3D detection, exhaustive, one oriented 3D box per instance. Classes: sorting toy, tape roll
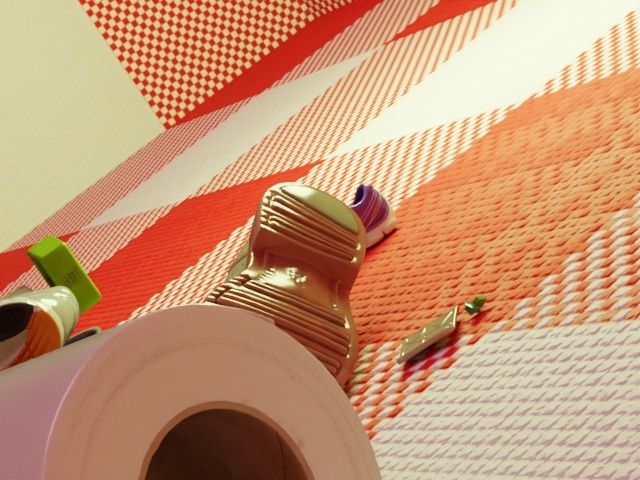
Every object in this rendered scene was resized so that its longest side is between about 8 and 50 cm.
[{"bbox_3d":[0.102,0.073,1.415,0.083,0.012,0.062,-34,7,17],"label":"sorting toy"},{"bbox_3d":[-0.102,0.173,1.003,0.169,0.246,0.246,-21,17,46],"label":"tape roll"}]

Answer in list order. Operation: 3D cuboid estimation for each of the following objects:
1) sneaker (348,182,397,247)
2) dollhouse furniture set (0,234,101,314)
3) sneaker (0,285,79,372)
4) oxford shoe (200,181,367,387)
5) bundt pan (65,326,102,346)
[{"bbox_3d":[0.000,0.000,1.835,0.170,0.071,0.068,-38,13,-17],"label":"sneaker"},{"bbox_3d":[-0.374,0.155,1.906,0.301,0.197,0.151,-37,14,-17],"label":"dollhouse furniture set"},{"bbox_3d":[-0.340,0.120,1.653,0.262,0.099,0.121,-22,8,19],"label":"sneaker"},{"bbox_3d":[-0.048,0.102,1.519,0.146,0.140,0.397,-63,0,32],"label":"oxford shoe"},{"bbox_3d":[-0.302,0.227,1.612,0.331,0.124,0.331,-31,12,7],"label":"bundt pan"}]
